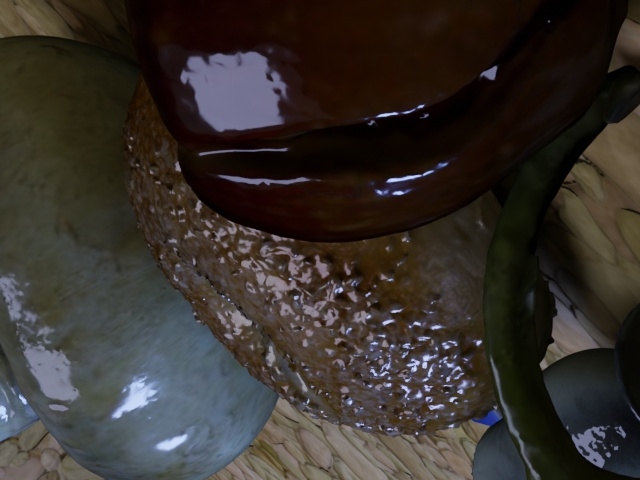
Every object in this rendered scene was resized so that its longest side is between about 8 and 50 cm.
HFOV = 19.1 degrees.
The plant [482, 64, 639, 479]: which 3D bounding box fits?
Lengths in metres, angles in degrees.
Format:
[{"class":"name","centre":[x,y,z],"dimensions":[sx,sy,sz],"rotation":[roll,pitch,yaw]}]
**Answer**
[{"class":"plant","centre":[0.126,0.126,0.910],"dimensions":[0.333,0.251,0.180],"rotation":[60,177,8]}]

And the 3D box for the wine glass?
[{"class":"wine glass","centre":[0.157,0.103,1.050],"dimensions":[0.093,0.093,0.202],"rotation":[45,151,0]}]

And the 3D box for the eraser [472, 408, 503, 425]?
[{"class":"eraser","centre":[0.100,0.092,1.340],"dimensions":[0.084,0.027,0.063],"rotation":[51,164,-21]}]

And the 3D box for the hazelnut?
[{"class":"hazelnut","centre":[0.021,-0.108,0.803],"dimensions":[0.218,0.218,0.234],"rotation":[44,-178,3]}]

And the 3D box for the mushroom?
[{"class":"mushroom","centre":[-0.170,0.019,1.377],"dimensions":[0.352,0.260,0.352],"rotation":[56,-179,-2]}]

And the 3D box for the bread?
[{"class":"bread","centre":[0.000,0.000,1.130],"dimensions":[0.305,0.159,0.305],"rotation":[40,161,16]}]
